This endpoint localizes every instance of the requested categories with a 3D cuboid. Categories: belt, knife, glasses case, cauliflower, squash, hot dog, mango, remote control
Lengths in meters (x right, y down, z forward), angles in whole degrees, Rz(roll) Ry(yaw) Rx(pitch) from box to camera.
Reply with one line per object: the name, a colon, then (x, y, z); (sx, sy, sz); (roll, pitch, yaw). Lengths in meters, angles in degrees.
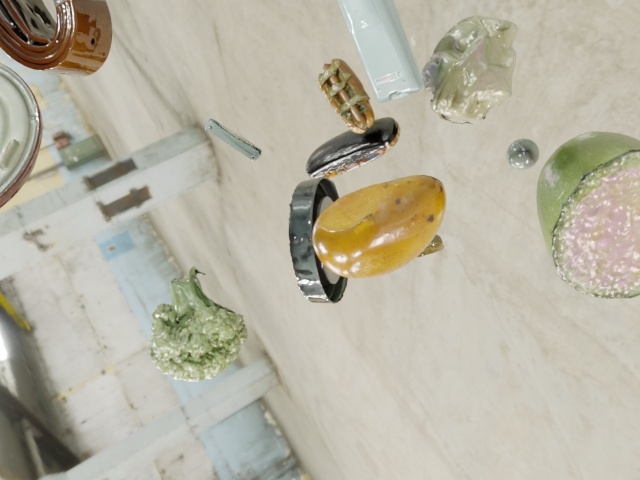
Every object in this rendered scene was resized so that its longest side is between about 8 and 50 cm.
belt: (-0.440, -0.379, 0.957); (0.261, 0.184, 0.105); (58, -155, 7)
knife: (-0.217, -0.255, 1.532); (0.162, 0.023, 0.044); (34, 136, 3)
glasses case: (0.091, -0.267, 1.799); (0.321, 0.122, 0.082); (-19, 129, 34)
cauliflower: (-0.344, 0.235, 1.592); (0.327, 0.260, 0.281); (-43, 84, 29)
squash: (0.558, -0.080, 1.260); (0.309, 0.310, 0.310); (-106, -4, -66)
hot dog: (0.071, -0.401, 1.696); (0.072, 0.109, 0.270); (12, -137, -50)
mango: (0.127, -0.026, 1.228); (0.191, 0.290, 0.160); (45, -157, -40)
remote control: (0.088, -0.389, 1.093); (0.103, 0.051, 0.293); (-9, 116, 42)

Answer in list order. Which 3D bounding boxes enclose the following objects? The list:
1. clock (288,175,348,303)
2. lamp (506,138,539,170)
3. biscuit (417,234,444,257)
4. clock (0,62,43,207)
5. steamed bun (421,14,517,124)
clock: (0.001, -0.001, 1.479); (0.312, 0.061, 0.313); (-5, -90, -73)
lamp: (0.651, -0.277, 1.971); (0.105, 0.105, 0.105); (54, 162, 26)
biscuit: (0.246, 0.001, 1.695); (0.183, 0.174, 0.039); (57, -158, -56)
clock: (-0.586, -0.156, 0.926); (0.319, 0.318, 0.080); (57, 165, 16)
steamed bun: (0.386, -0.473, 1.687); (0.268, 0.207, 0.280); (-176, 91, -71)
